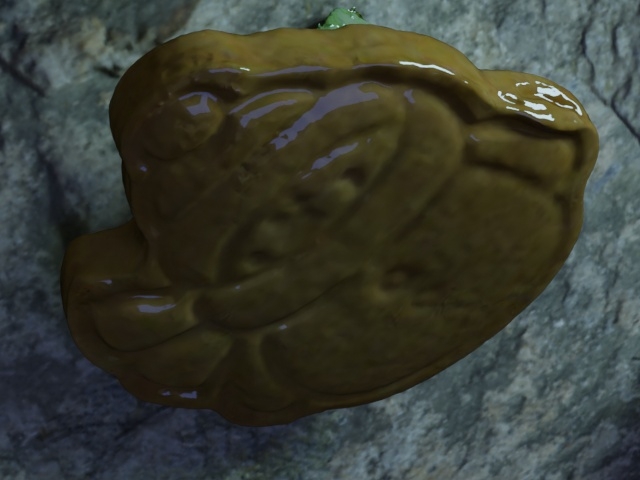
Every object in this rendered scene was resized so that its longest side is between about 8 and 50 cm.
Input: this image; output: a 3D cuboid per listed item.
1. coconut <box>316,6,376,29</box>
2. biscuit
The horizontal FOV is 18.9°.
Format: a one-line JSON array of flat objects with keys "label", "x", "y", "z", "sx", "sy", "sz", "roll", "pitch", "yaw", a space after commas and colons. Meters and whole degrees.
[{"label": "coconut", "x": 0.010, "y": -0.077, "z": 1.213, "sx": 0.158, "sy": 0.055, "sz": 0.133, "roll": 8, "pitch": 113, "yaw": -33}, {"label": "biscuit", "x": 0.000, "y": 0.000, "z": 1.194, "sx": 0.351, "sy": 0.057, "sz": 0.312, "roll": 18, "pitch": 123, "yaw": -37}]
